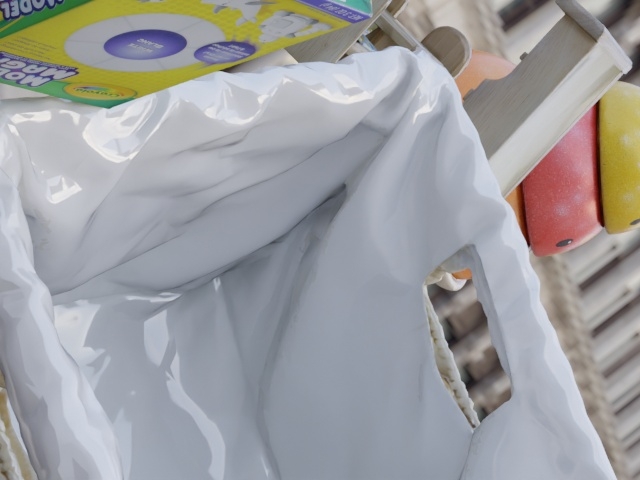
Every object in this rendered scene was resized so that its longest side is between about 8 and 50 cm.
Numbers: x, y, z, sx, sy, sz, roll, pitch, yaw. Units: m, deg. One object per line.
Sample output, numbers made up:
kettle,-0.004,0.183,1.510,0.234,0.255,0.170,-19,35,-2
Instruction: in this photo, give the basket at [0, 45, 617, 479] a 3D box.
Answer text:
basket,-0.060,0.107,0.868,0.266,0.331,0.328,-32,-104,47

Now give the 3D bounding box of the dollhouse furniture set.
dollhouse furniture set,0.082,-0.160,1.204,0.242,0.161,0.212,46,10,20

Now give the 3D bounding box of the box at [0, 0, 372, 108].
box,-0.080,-0.097,0.677,0.105,0.179,0.043,10,73,-50

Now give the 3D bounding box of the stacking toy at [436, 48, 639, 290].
stacking toy,0.367,-0.111,2.210,0.350,0.479,0.351,-2,90,-74
